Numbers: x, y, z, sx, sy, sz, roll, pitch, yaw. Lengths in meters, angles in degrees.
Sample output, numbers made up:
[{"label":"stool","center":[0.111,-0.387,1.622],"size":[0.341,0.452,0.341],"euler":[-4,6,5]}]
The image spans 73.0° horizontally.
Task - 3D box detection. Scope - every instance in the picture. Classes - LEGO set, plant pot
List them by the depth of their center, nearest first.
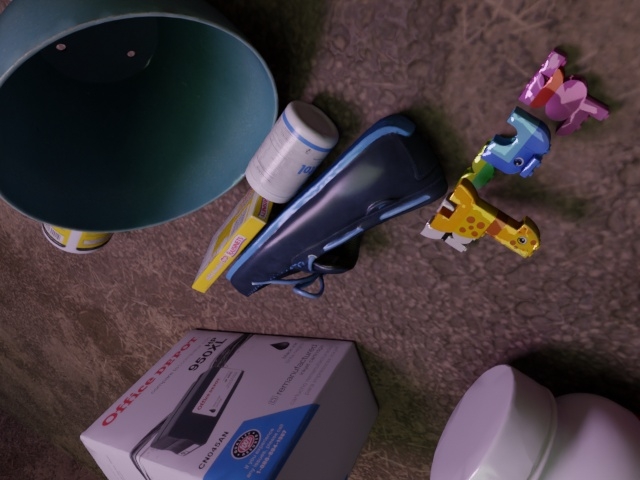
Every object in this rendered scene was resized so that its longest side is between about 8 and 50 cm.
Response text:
[{"label":"LEGO set","center":[0.184,-0.046,0.415],"size":[0.093,0.087,0.227],"euler":[34,133,8]},{"label":"plant pot","center":[-0.220,-0.173,0.481],"size":[0.195,0.290,0.290],"euler":[59,136,21]}]

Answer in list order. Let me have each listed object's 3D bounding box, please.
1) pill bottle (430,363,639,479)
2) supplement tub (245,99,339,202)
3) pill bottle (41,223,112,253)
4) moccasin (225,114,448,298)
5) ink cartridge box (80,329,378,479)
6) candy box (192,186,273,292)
[{"label":"pill bottle","center":[0.341,0.321,0.468],"size":[0.407,0.229,0.229],"euler":[32,132,9]},{"label":"supplement tub","center":[-0.035,-0.104,0.514],"size":[0.071,0.071,0.107],"euler":[43,125,0]},{"label":"pill bottle","center":[-0.391,-0.074,0.733],"size":[0.119,0.119,0.208],"euler":[47,132,-4]},{"label":"moccasin","center":[0.000,0.000,0.529],"size":[0.117,0.138,0.342],"euler":[45,134,-8]},{"label":"ink cartridge box","center":[-0.147,0.306,0.724],"size":[0.394,0.285,0.166],"euler":[-5,116,34]},{"label":"candy box","center":[-0.122,-0.012,0.617],"size":[0.027,0.105,0.206],"euler":[31,136,-18]}]
